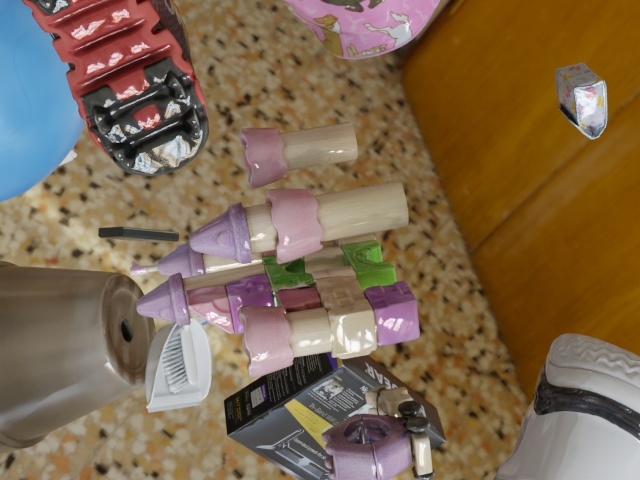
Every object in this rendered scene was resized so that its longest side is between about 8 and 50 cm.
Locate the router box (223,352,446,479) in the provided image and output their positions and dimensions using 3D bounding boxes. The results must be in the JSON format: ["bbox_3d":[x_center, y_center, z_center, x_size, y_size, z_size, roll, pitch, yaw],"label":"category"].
[{"bbox_3d":[0.027,0.308,1.771,0.309,0.243,0.081,41,25,-37],"label":"router box"}]

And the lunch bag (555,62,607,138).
[{"bbox_3d":[0.340,-0.179,1.367,0.053,0.083,0.071,-16,33,-2],"label":"lunch bag"}]

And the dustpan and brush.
[{"bbox_3d":[-0.206,0.142,1.557,0.147,0.060,0.211,7,74,-62],"label":"dustpan and brush"}]

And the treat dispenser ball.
[{"bbox_3d":[-0.392,-0.178,1.127,0.288,0.288,0.288,21,44,-22],"label":"treat dispenser ball"}]

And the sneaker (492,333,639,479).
[{"bbox_3d":[0.194,0.207,0.805,0.137,0.366,0.210,25,81,21],"label":"sneaker"}]

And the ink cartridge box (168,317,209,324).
[{"bbox_3d":[-0.176,0.069,1.917,0.134,0.231,0.078,-5,60,-55],"label":"ink cartridge box"}]

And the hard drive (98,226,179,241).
[{"bbox_3d":[-0.370,-0.011,2.124,0.135,0.094,0.022,5,85,-43],"label":"hard drive"}]

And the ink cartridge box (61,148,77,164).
[{"bbox_3d":[-0.449,-0.178,1.574,0.109,0.063,0.150,-23,82,-6],"label":"ink cartridge box"}]

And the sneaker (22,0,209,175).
[{"bbox_3d":[-0.165,-0.186,0.770,0.135,0.098,0.276,-113,-178,-63],"label":"sneaker"}]

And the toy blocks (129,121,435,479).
[{"bbox_3d":[-0.056,0.066,1.043,0.260,0.308,0.288,-11,21,-7],"label":"toy blocks"}]

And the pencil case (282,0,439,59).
[{"bbox_3d":[-0.029,-0.318,0.952,0.167,0.160,0.386,27,-5,43],"label":"pencil case"}]

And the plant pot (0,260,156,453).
[{"bbox_3d":[-0.433,0.171,1.712,0.323,0.281,0.323,-12,90,-75],"label":"plant pot"}]
